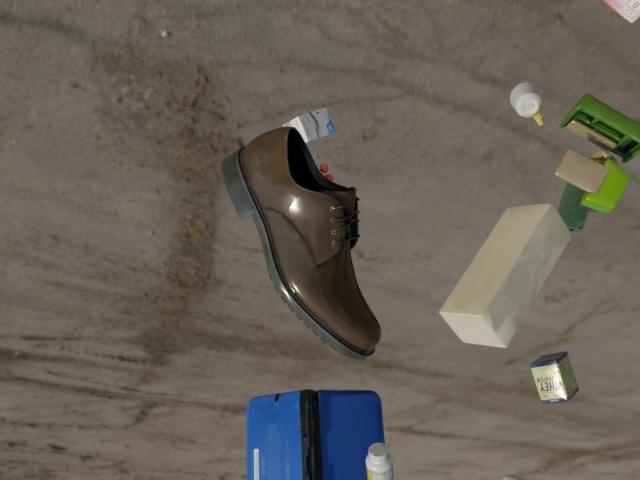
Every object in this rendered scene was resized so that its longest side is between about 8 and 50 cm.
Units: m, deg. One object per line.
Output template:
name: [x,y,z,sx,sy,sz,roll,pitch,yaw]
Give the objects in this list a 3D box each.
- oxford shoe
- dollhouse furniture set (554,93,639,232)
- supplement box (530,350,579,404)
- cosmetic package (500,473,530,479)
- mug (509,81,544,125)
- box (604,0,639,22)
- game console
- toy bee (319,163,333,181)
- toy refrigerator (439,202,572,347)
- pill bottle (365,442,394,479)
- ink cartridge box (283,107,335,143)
oxford shoe: [0.000,0.000,0.553,0.096,0.227,0.083,-31,177,26]
dollhouse furniture set: [0.527,-0.136,1.312,0.151,0.197,0.301,31,170,7]
supplement box: [0.478,0.279,1.258,0.056,0.083,0.083,-20,173,36]
cosmetic package: [0.198,0.428,0.412,0.230,0.453,0.161,19,134,0]
mug: [0.404,-0.262,1.182,0.078,0.064,0.062,22,120,1]
box: [0.377,-0.466,0.832,0.300,0.142,0.154,40,138,0]
game console: [-0.010,0.471,1.300,0.250,0.293,0.173,-16,155,31]
toy bee: [-0.055,-0.119,1.322,0.162,0.298,0.195,-24,124,4]
toy refrigerator: [0.336,0.061,1.104,0.094,0.269,0.102,49,153,-21]
pill bottle: [0.094,0.361,0.976,0.043,0.043,0.083,-4,117,6]
ink cartridge box: [-0.020,-0.199,1.090,0.083,0.048,0.028,-26,-175,-33]
